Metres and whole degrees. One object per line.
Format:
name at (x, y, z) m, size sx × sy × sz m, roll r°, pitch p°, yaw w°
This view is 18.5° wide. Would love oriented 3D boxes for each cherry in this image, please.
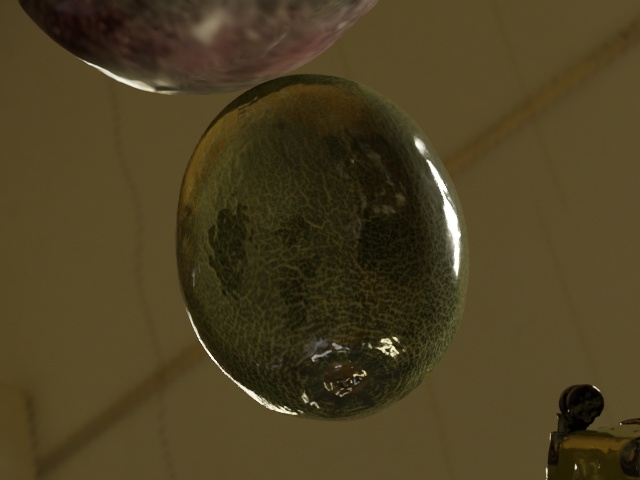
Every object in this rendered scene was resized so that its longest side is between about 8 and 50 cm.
cherry at (-0.051, -0.155, 0.901) m, size 0.195 × 0.195 × 0.195 m, roll -22°, pitch -123°, yaw 39°

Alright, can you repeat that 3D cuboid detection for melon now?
melon at (0.000, 0.000, 0.645) m, size 0.098 × 0.098 × 0.131 m, roll -41°, pitch -148°, yaw 25°

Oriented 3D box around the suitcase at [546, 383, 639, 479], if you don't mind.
suitcase at (0.241, 0.208, 1.268) m, size 0.194 × 0.143 × 0.235 m, roll 165°, pitch -78°, yaw -76°
